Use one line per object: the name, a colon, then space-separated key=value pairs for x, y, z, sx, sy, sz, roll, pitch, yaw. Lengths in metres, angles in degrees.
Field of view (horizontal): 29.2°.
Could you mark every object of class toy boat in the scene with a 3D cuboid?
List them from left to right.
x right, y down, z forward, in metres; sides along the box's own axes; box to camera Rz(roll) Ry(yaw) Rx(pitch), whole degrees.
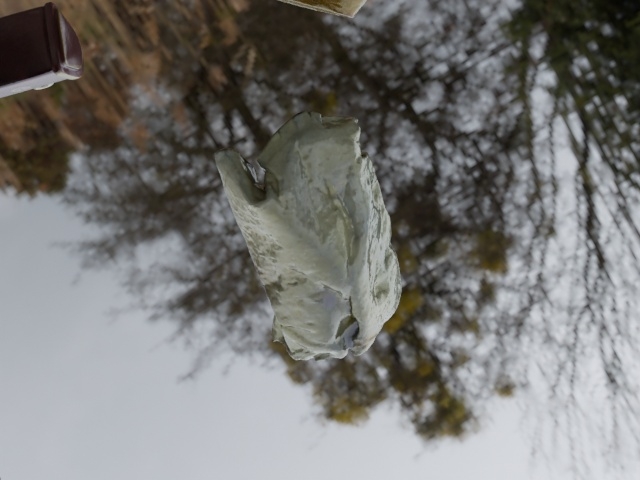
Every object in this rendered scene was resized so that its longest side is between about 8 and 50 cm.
toy boat: x=0.004 y=-0.351 z=1.639 sx=0.229 sy=0.088 sz=0.089 roll=19 pitch=-172 yaw=28

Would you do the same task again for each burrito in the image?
burrito: x=-0.003 y=0.002 z=1.501 sx=0.190 sy=0.332 sz=0.135 roll=-17 pitch=-135 yaw=0

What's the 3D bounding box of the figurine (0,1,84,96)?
figurine: x=-0.332 y=-0.189 z=1.329 sx=0.154 sy=0.082 sz=0.098 roll=-14 pitch=168 yaw=12
